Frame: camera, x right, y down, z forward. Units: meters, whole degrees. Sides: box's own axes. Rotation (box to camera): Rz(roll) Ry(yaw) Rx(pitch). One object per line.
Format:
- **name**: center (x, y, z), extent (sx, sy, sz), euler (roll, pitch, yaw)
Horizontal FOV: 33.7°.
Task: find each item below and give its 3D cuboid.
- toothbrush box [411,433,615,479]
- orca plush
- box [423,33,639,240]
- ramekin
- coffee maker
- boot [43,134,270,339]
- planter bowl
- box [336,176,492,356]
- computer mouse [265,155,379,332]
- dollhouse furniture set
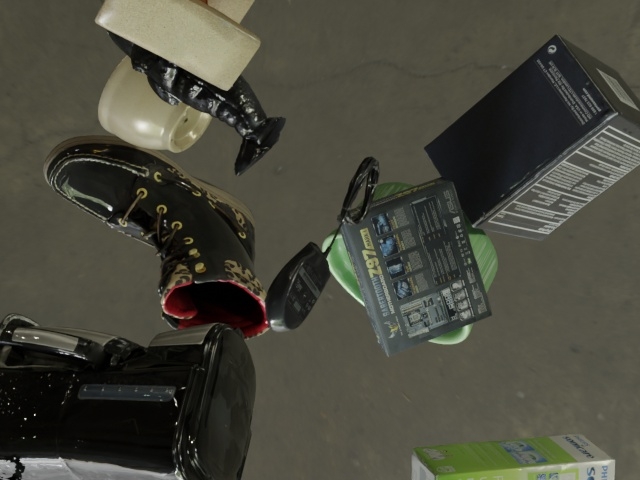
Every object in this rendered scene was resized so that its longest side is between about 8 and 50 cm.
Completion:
- **toothbrush box**: center (0.289, 0.419, 1.607), extent (0.283, 0.122, 0.206), euler (-2, 100, -13)
- **orca plush**: center (-0.177, -0.190, 1.226), extent (0.102, 0.151, 0.287), euler (-24, 76, -44)
- **box**: center (0.384, -0.162, 1.789), extent (0.294, 0.296, 0.183), euler (-41, 65, 24)
- **ramekin**: center (0.167, 0.035, 1.888), extent (0.303, 0.303, 0.148), euler (38, 68, -5)
- **coffee maker**: center (-0.145, 0.139, 0.728), extent (0.178, 0.120, 0.171), euler (0, 79, 22)
- **boot**: center (-0.241, -0.002, 1.639), extent (0.377, 0.284, 0.138), euler (27, 114, -32)
- **planter bowl**: center (-0.220, -0.193, 1.506), extent (0.109, 0.162, 0.162), euler (38, 89, 15)
- **box**: center (0.147, 0.040, 1.645), extent (0.183, 0.059, 0.233), euler (-21, 104, -7)
- **computer mouse**: center (0.000, 0.000, 1.222), extent (0.041, 0.071, 0.242), euler (17, 63, 32)
- **dollhouse furniture set**: center (-0.064, -0.272, 0.655), extent (0.135, 0.262, 0.259), euler (24, 125, -26)
